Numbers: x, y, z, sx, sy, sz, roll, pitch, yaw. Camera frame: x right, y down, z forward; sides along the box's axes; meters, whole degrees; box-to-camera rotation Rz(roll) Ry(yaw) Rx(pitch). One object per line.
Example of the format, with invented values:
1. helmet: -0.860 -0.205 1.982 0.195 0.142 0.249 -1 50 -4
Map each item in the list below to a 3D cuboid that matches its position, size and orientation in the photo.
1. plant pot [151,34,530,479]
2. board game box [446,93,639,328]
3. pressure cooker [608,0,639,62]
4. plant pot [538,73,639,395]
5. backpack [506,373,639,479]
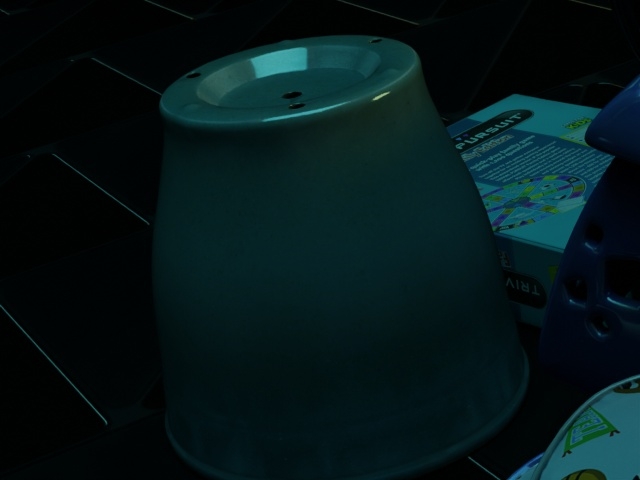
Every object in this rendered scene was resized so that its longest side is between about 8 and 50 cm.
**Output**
1. plant pot: 0.000 0.000 1.084 0.271 0.255 0.272 -8 23 4
2. board game box: 0.207 -0.026 1.281 0.253 0.079 0.336 -27 28 -34
3. pressure cooker: 0.428 -0.265 1.192 0.420 0.370 0.375 4 1 4
4. plant pot: 0.289 -0.017 0.940 0.236 0.212 0.236 22 41 29
5. backpack: 0.178 0.182 0.668 0.263 0.213 0.276 -8 23 33
